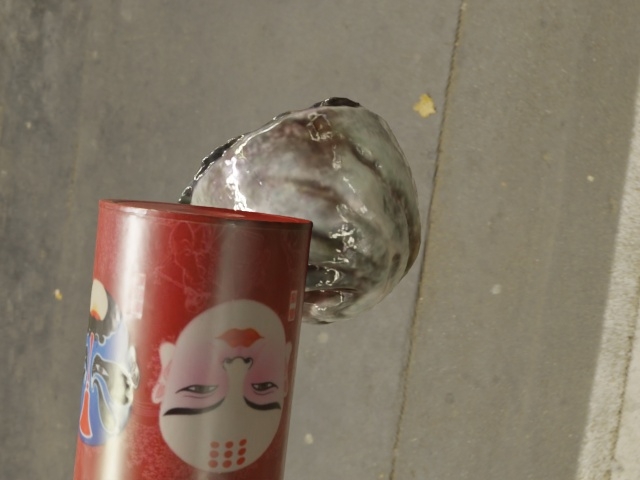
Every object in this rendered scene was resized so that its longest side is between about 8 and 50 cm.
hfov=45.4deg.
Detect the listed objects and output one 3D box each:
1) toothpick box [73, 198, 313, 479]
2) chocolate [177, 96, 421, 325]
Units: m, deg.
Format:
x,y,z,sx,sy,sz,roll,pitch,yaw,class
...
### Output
x,y,z,sx,sy,sz,roll,pitch,yaw,class
-0.124,0.135,0.731,0.204,0.204,0.333,8,95,36,toothpick box
0.000,0.000,0.964,0.303,0.303,0.213,-42,57,26,chocolate
